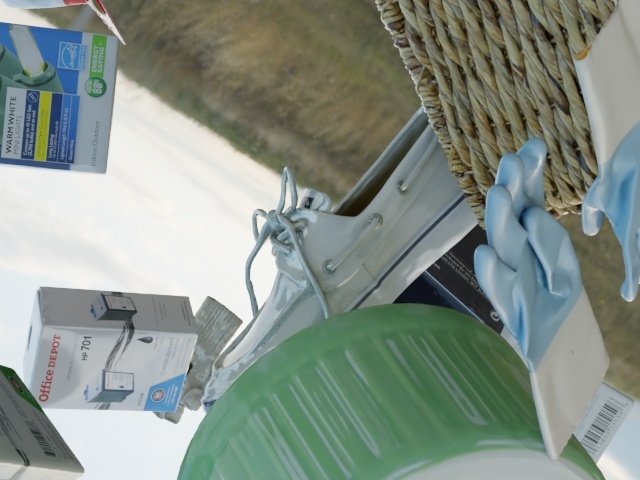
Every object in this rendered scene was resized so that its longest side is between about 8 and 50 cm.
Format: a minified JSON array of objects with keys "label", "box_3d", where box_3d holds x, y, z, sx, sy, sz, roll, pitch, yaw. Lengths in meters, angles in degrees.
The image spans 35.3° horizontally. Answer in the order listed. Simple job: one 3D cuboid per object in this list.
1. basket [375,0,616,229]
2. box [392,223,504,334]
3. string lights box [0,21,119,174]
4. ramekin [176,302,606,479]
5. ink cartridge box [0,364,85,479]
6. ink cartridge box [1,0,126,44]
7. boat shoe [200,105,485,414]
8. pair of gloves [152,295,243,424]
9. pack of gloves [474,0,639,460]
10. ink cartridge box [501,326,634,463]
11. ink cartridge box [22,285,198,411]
[{"label":"basket","box_3d":[0.210,-0.188,0.824,0.223,0.213,0.299,-12,111,50]},{"label":"box","box_3d":[0.129,0.043,1.322,0.183,0.296,0.294,41,-134,-6]},{"label":"string lights box","box_3d":[-0.327,-0.139,0.948,0.260,0.133,0.077,5,-179,-11]},{"label":"ramekin","box_3d":[0.059,0.211,0.714,0.303,0.303,0.148,31,-170,-31]},{"label":"ink cartridge box","box_3d":[-0.340,0.185,0.963,0.153,0.087,0.208,48,179,22]},{"label":"ink cartridge box","box_3d":[-0.394,-0.387,1.149,0.385,0.091,0.308,45,168,43]},{"label":"boat shoe","box_3d":[0.004,0.000,0.911,0.156,0.367,0.136,50,171,-17]},{"label":"pair of gloves","box_3d":[-0.150,0.227,1.495,0.240,0.204,0.042,43,-173,19]},{"label":"pack of gloves","box_3d":[0.145,-0.011,0.592,0.046,0.195,0.232,19,151,37]},{"label":"ink cartridge box","box_3d":[0.239,0.265,1.300,0.239,0.275,0.060,31,-178,-18]},{"label":"ink cartridge box","box_3d":[-0.265,0.138,1.257,0.191,0.139,0.082,4,-146,-23]}]
